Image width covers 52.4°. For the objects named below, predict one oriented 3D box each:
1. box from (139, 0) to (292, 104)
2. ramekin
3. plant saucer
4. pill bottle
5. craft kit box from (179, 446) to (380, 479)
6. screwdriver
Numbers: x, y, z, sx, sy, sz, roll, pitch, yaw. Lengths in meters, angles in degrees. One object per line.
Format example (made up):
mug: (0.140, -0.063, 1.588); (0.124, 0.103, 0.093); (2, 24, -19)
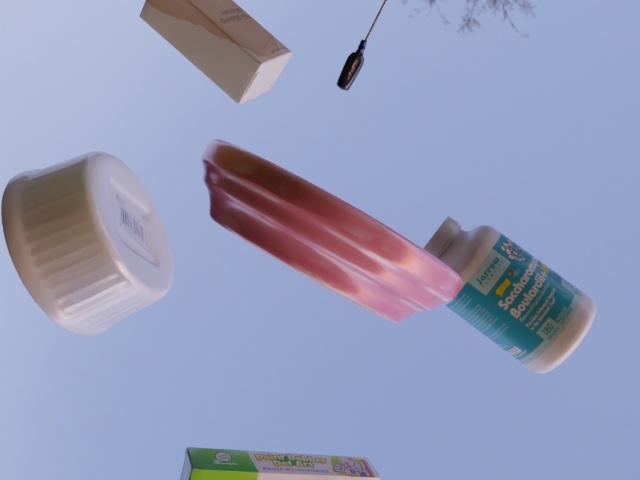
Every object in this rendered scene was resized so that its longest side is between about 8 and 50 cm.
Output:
box: (-0.235, -0.463, 1.467); (0.311, 0.148, 0.121); (41, -52, 3)
ramekin: (-0.345, -0.003, 1.012); (0.135, 0.277, 0.277); (-22, -113, 8)
plant saucer: (0.000, 0.000, 0.757); (0.332, 0.332, 0.084); (28, -92, 29)
pill bottle: (0.279, 0.075, 1.020); (0.264, 0.146, 0.146); (37, -87, 7)
craft kit box: (-0.072, 0.392, 0.835); (0.061, 0.250, 0.246); (-147, -111, -68)
screwdriver: (0.064, -0.280, 0.866); (0.025, 0.024, 0.170); (25, -78, 10)
